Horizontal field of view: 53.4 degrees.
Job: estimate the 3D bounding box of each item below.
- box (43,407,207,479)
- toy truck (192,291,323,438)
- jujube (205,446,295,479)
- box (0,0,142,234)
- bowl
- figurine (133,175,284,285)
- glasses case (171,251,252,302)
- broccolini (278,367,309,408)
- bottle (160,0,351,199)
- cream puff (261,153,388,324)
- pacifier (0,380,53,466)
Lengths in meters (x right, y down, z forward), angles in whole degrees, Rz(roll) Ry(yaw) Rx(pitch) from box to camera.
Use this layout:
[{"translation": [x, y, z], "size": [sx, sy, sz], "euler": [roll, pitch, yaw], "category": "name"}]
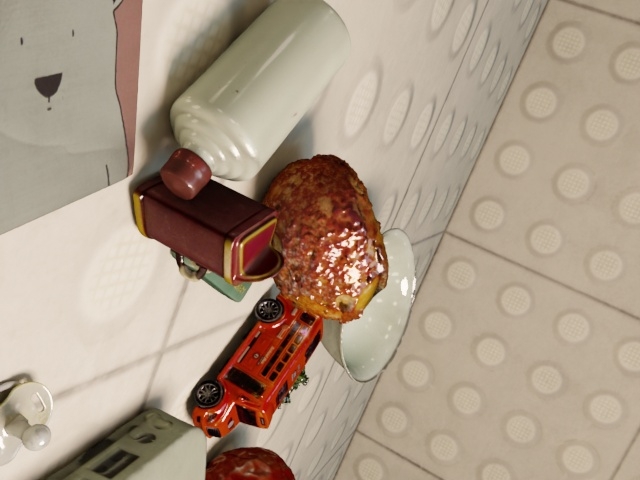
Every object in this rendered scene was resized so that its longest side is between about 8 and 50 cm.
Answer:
[{"translation": [-0.282, 0.445, 0.745], "size": [0.396, 0.111, 0.396], "euler": [-27, 127, -63], "category": "box"}, {"translation": [-0.098, 0.213, 1.033], "size": [0.252, 0.114, 0.107], "euler": [-55, 162, -30], "category": "toy truck"}, {"translation": [-0.140, 0.488, 1.181], "size": [0.213, 0.213, 0.232], "euler": [-56, 166, -26], "category": "jujube"}, {"translation": [-0.198, -0.106, 0.336], "size": [0.215, 0.086, 0.215], "euler": [-41, 151, -52], "category": "box"}, {"translation": [0.063, 0.117, 1.274], "size": [0.313, 0.146, 0.313], "euler": [-27, 122, -54], "category": "bowl"}, {"translation": [-0.109, 0.003, 0.634], "size": [0.082, 0.154, 0.098], "euler": [-38, 153, -56], "category": "figurine"}, {"translation": [-0.124, 0.020, 0.809], "size": [0.077, 0.039, 0.184], "euler": [-60, 163, -12], "category": "glasses case"}, {"translation": [-0.031, 0.227, 1.368], "size": [0.123, 0.062, 0.271], "euler": [-28, 139, -79], "category": "broccolini"}, {"translation": [-0.070, -0.138, 0.633], "size": [0.245, 0.104, 0.104], "euler": [-55, 161, -28], "category": "bottle"}, {"translation": [0.000, 0.000, 0.883], "size": [0.164, 0.240, 0.240], "euler": [-25, 149, -15], "category": "cream puff"}, {"translation": [-0.265, 0.163, 0.562], "size": [0.083, 0.064, 0.068], "euler": [-47, 139, -44], "category": "pacifier"}]
